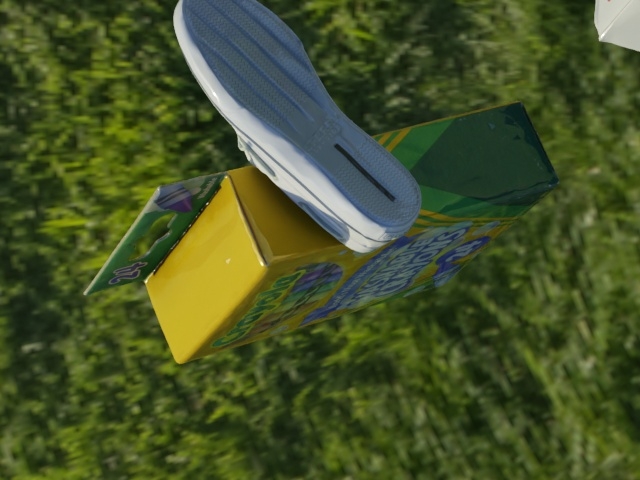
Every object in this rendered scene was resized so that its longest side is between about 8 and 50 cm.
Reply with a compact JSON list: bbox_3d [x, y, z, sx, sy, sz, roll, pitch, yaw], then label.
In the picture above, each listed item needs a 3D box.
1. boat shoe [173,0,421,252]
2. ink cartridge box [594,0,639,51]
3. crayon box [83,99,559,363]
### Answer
[{"bbox_3d":[-0.029,-0.077,1.258,0.226,0.083,0.076,50,145,4],"label":"boat shoe"},{"bbox_3d":[0.356,-0.317,1.496,0.129,0.307,0.223,15,62,-12],"label":"ink cartridge box"},{"bbox_3d":[0.000,0.000,1.396,0.083,0.323,0.203,67,150,15],"label":"crayon box"}]
